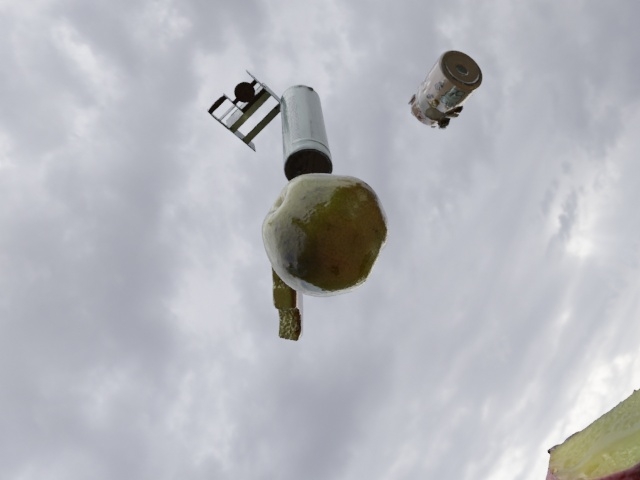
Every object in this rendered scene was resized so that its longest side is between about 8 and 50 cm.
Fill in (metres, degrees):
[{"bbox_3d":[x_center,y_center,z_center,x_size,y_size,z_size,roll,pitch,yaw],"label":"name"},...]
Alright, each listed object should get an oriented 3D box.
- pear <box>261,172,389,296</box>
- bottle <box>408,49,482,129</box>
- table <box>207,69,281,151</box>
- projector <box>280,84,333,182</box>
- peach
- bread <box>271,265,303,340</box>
[{"bbox_3d":[0.000,0.000,0.581,0.104,0.141,0.140,-54,-37,-53],"label":"pear"},{"bbox_3d":[0.226,-0.270,1.000,0.099,0.098,0.152,-26,-15,-31],"label":"bottle"},{"bbox_3d":[-0.184,-0.341,1.394,0.146,0.062,0.175,-41,-55,15],"label":"table"},{"bbox_3d":[-0.039,-0.250,1.241,0.108,0.337,0.108,-3,-52,-4],"label":"projector"},{"bbox_3d":[0.394,0.286,0.632,0.267,0.158,0.154,-44,-10,17],"label":"peach"},{"bbox_3d":[-0.059,0.069,0.952,0.088,0.049,0.225,-33,-59,-82],"label":"bread"}]
